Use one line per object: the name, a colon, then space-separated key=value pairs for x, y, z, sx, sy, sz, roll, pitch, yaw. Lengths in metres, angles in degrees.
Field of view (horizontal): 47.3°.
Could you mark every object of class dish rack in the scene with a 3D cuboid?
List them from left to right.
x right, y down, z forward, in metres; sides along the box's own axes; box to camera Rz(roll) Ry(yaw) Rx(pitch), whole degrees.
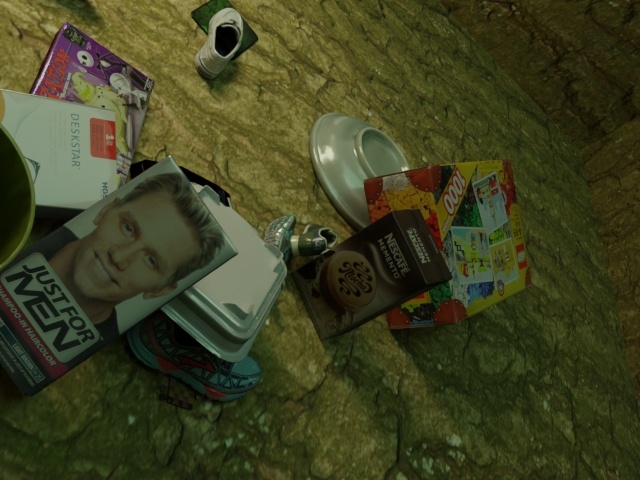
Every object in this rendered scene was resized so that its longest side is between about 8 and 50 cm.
dish rack: x=-0.183 y=0.029 z=1.251 sx=0.285 sy=0.072 sz=0.333 roll=42 pitch=24 yaw=-7

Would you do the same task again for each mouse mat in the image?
mouse mat: x=-0.240 y=-0.545 z=1.860 sx=0.152 sy=0.007 sz=0.189 roll=48 pitch=37 yaw=-14

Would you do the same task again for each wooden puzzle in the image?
wooden puzzle: x=-0.237 y=0.257 z=1.235 sx=0.083 sy=0.006 sz=0.049 roll=30 pitch=43 yaw=-34

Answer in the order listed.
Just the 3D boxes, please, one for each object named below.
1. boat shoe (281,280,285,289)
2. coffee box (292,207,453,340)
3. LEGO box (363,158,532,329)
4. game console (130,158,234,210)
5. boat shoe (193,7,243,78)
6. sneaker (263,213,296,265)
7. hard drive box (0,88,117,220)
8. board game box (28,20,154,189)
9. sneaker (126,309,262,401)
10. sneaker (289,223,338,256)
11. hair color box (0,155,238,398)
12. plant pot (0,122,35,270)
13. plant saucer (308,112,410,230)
boat shoe: x=-0.135 y=0.050 z=1.486 sx=0.152 sy=0.056 sz=0.049 roll=47 pitch=41 yaw=4
coffee box: x=0.103 y=0.073 z=1.538 sx=0.119 sy=0.297 sz=0.168 roll=-8 pitch=70 yaw=-53
LEGO box: x=0.346 y=-0.007 z=1.902 sx=0.500 sy=0.193 sz=0.372 roll=-13 pitch=93 yaw=-54
game console: x=-0.235 y=-0.002 z=1.361 sx=0.213 sy=0.044 sz=0.361 roll=19 pitch=39 yaw=-41
boat shoe: x=-0.224 y=-0.488 z=1.756 sx=0.095 sy=0.084 sz=0.258 roll=34 pitch=44 yaw=-27
sneaker: x=-0.085 y=0.009 z=1.581 sx=0.076 sy=0.065 sz=0.166 roll=59 pitch=34 yaw=-27
hard drive box: x=-0.448 y=-0.130 z=1.150 sx=0.232 sy=0.089 sz=0.181 roll=4 pitch=77 yaw=-41
board game box: x=-0.432 y=-0.232 z=1.348 sx=0.208 sy=0.056 sz=0.346 roll=29 pitch=44 yaw=-29
sneaker: x=-0.189 y=0.189 z=1.236 sx=0.262 sy=0.125 sz=0.104 roll=29 pitch=38 yaw=-34
sneaker: x=0.000 y=0.000 z=1.614 sx=0.192 sy=0.086 sz=0.064 roll=-31 pitch=115 yaw=-72
hair color box: x=-0.308 y=0.048 z=1.041 sx=0.174 sy=0.347 sz=0.105 roll=55 pitch=-10 yaw=-4
plant pot: x=-0.526 y=-0.010 z=0.839 sx=0.275 sy=0.293 sz=0.274 roll=30 pitch=44 yaw=-34
plant saucer: x=0.144 y=-0.191 z=1.969 sx=0.400 sy=0.100 sz=0.400 roll=31 pitch=42 yaw=-33
